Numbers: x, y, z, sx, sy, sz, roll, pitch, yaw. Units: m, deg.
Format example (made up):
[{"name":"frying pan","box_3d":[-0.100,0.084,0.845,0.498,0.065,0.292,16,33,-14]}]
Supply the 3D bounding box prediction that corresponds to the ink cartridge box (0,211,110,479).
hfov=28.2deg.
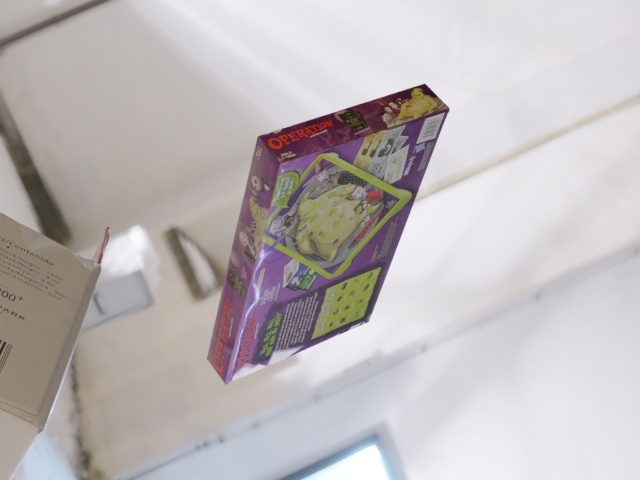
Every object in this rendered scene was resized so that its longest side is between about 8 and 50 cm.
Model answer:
[{"name":"ink cartridge box","box_3d":[-0.284,0.136,0.894,0.130,0.309,0.272,28,24,-12]}]

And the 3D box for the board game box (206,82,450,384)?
[{"name":"board game box","box_3d":[0.000,0.000,1.335,0.056,0.208,0.347,47,-37,26]}]
